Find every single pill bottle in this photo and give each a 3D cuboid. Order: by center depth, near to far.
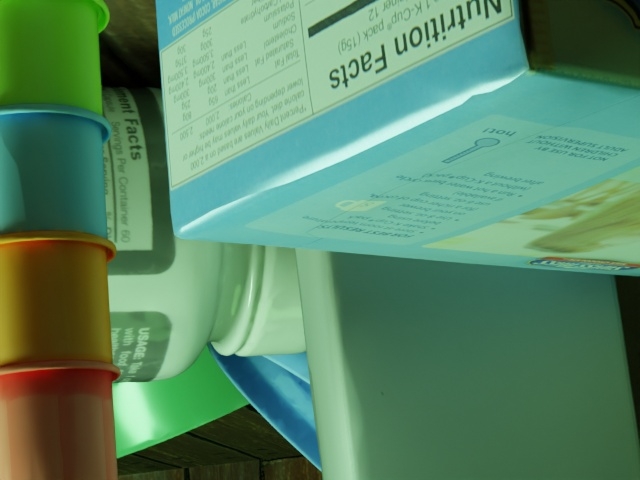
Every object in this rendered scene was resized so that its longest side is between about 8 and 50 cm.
[{"bbox_3d":[-0.184,-0.003,1.144,0.361,0.204,0.204,0,165,-18],"label":"pill bottle"}]

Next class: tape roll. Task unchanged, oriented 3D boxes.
[{"bbox_3d":[-0.128,0.130,1.723,0.321,0.077,0.321,-24,-178,1],"label":"tape roll"}]

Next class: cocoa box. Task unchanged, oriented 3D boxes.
[{"bbox_3d":[0.128,-0.119,0.730,0.347,0.228,0.231,5,163,-36],"label":"cocoa box"}]

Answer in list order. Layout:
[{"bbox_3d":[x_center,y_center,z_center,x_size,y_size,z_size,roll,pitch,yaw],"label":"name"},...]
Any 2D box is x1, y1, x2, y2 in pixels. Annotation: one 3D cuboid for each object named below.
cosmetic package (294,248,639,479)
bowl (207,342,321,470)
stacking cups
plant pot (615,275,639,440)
[{"bbox_3d":[0.067,0.021,0.951,0.156,0.385,0.217,-4,166,-4],"label":"cosmetic package"},{"bbox_3d":[0.080,0.174,1.361,0.391,0.077,0.391,37,167,11],"label":"bowl"},{"bbox_3d":[-0.147,-0.022,0.843,0.096,0.316,0.096,-4,168,-1],"label":"stacking cups"},{"bbox_3d":[0.350,0.083,1.477,0.333,0.305,0.334,-4,166,-1],"label":"plant pot"}]
